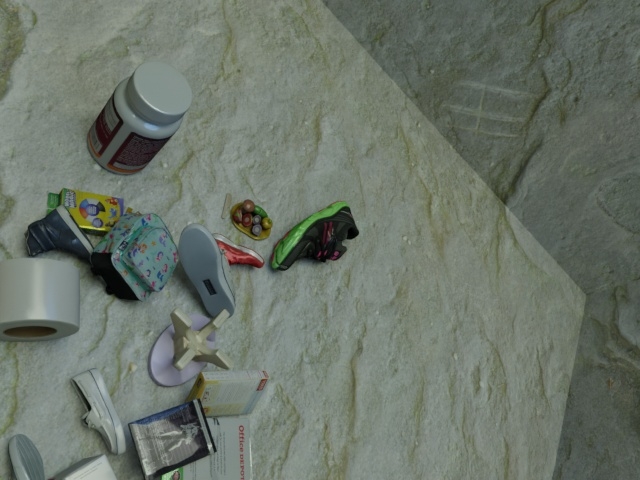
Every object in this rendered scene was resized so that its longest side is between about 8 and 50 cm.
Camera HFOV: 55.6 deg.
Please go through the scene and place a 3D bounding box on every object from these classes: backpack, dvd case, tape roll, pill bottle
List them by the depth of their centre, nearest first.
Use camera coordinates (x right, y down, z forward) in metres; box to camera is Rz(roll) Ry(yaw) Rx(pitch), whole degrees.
[{"bbox_3d":[-0.777,0.165,1.633,0.246,0.246,0.169,7,65,-37],"label":"tape roll"},{"bbox_3d":[-0.417,0.560,1.721,0.221,0.018,0.164,-12,75,-39],"label":"dvd case"},{"bbox_3d":[-0.562,0.036,1.896,0.253,0.191,0.225,-72,150,-42],"label":"backpack"},{"bbox_3d":[-0.582,-0.391,1.958,0.224,0.392,0.223,18,59,-32],"label":"pill bottle"}]

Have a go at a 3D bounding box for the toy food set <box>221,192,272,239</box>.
[{"bbox_3d":[-0.262,-0.093,2.292,0.218,0.071,0.128,32,52,-23],"label":"toy food set"}]

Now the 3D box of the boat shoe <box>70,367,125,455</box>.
[{"bbox_3d":[-0.629,0.491,1.709,0.084,0.095,0.258,-16,69,-38],"label":"boat shoe"}]

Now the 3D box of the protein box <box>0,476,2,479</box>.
[{"bbox_3d":[-0.839,0.622,1.373,0.201,0.200,0.135,-15,95,-42],"label":"protein box"}]

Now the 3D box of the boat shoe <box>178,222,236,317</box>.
[{"bbox_3d":[-0.358,0.078,2.023,0.156,0.136,0.366,-86,160,-58],"label":"boat shoe"}]

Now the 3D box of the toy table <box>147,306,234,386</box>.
[{"bbox_3d":[-0.403,0.330,1.914,0.252,0.161,0.274,39,49,-18],"label":"toy table"}]

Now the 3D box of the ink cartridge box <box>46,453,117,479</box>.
[{"bbox_3d":[-0.573,0.710,1.557,0.117,0.207,0.282,-24,86,-41],"label":"ink cartridge box"}]

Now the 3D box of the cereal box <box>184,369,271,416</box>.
[{"bbox_3d":[-0.295,0.484,1.921,0.240,0.173,0.047,8,32,-38],"label":"cereal box"}]

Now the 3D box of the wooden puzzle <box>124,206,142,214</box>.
[{"bbox_3d":[-0.609,-0.056,2.033,0.116,0.014,0.078,39,50,-18],"label":"wooden puzzle"}]

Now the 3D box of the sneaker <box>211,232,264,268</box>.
[{"bbox_3d":[-0.317,0.077,2.173,0.221,0.087,0.128,27,62,-12],"label":"sneaker"}]

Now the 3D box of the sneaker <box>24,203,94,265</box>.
[{"bbox_3d":[-0.778,0.021,1.817,0.163,0.086,0.226,-36,126,-15],"label":"sneaker"}]

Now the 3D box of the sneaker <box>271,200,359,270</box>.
[{"bbox_3d":[0.000,0.000,2.384,0.483,0.185,0.202,-33,88,-42],"label":"sneaker"}]

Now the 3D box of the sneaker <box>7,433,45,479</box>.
[{"bbox_3d":[-0.754,0.621,1.534,0.258,0.091,0.094,60,2,26],"label":"sneaker"}]

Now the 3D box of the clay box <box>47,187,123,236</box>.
[{"bbox_3d":[-0.739,-0.087,1.916,0.222,0.053,0.127,10,63,-36],"label":"clay box"}]

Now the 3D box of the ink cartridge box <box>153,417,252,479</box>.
[{"bbox_3d":[-0.361,0.646,1.818,0.289,0.122,0.211,12,62,-34],"label":"ink cartridge box"}]
